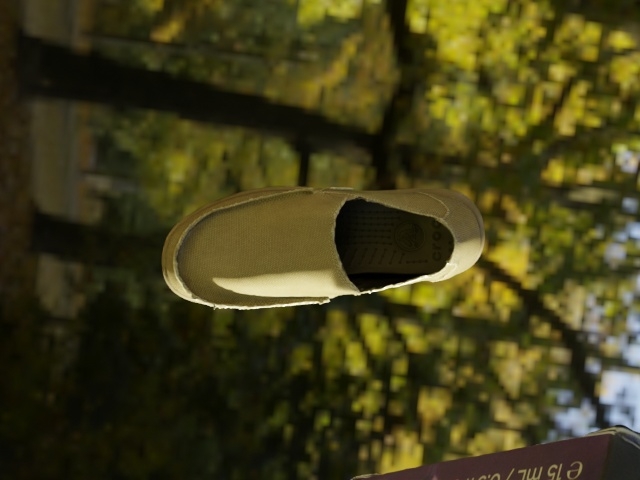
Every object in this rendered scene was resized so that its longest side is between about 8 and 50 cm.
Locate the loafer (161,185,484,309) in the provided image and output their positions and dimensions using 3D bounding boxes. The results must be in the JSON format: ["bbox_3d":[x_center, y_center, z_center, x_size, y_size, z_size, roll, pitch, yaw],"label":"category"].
[{"bbox_3d":[0.000,0.000,0.866,0.050,0.148,0.056,-18,99,-87],"label":"loafer"}]

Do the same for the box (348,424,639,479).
[{"bbox_3d":[0.062,0.182,0.627,0.153,0.108,0.207,-22,-136,53],"label":"box"}]
